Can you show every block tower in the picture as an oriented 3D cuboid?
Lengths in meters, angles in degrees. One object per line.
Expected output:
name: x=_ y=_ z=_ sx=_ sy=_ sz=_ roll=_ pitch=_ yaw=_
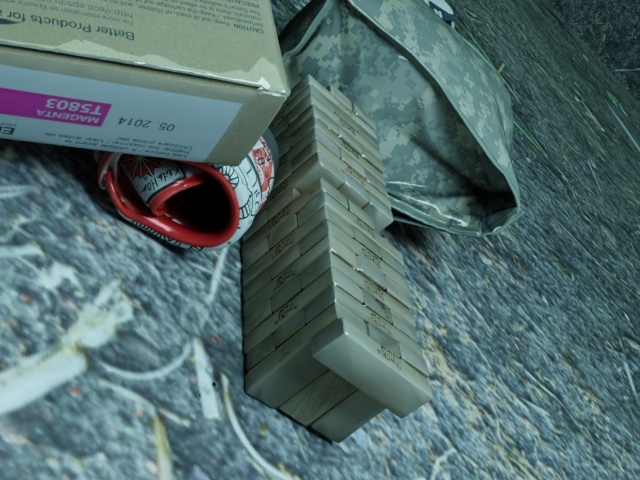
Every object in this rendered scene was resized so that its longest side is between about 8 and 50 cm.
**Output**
block tower: x=0.000 y=0.000 z=0.769 sx=0.091 sy=0.097 sz=0.335 roll=36 pitch=27 yaw=-29

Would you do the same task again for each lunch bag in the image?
lunch bag: x=0.088 y=-0.139 z=1.018 sx=0.287 sy=0.169 sz=0.235 roll=40 pitch=26 yaw=-13

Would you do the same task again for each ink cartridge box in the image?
ink cartridge box: x=-0.152 y=-0.156 z=0.601 sx=0.234 sy=0.088 sz=0.193 roll=6 pitch=58 yaw=-28

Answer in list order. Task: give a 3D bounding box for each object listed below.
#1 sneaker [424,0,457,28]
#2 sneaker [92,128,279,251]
sneaker: x=0.151 y=-0.314 z=1.450 sx=0.153 sy=0.094 sz=0.235 roll=26 pitch=23 yaw=-27
sneaker: x=-0.137 y=-0.109 z=0.686 sx=0.270 sy=0.090 sz=0.145 roll=46 pitch=22 yaw=-16
